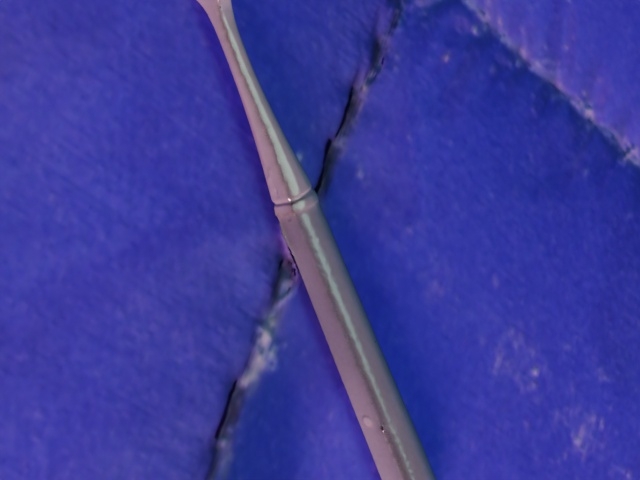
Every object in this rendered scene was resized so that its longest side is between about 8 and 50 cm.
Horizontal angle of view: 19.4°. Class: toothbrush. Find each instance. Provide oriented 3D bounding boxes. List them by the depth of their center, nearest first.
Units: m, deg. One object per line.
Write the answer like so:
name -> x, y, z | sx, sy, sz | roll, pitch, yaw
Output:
toothbrush -> -0.002, 0.001, 0.897 | 0.030, 0.025, 0.342 | -31, 106, -41
